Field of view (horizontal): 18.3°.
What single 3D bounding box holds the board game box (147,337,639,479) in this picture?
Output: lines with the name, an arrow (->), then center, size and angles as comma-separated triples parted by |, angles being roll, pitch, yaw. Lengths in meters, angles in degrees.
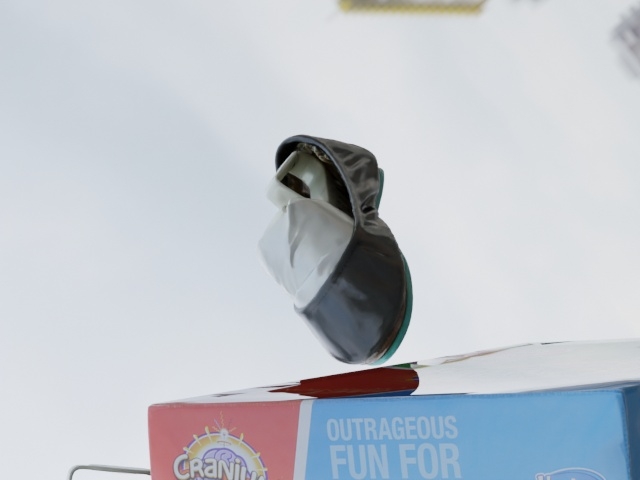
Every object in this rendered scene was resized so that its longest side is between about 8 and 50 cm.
board game box -> 0.114, 0.087, 0.920 | 0.316, 0.242, 0.064 | -4, -91, -53

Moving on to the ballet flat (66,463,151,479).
ballet flat -> -0.200, 0.211, 1.488 | 0.086, 0.248, 0.086 | 171, 90, -78

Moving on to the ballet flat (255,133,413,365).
ballet flat -> 0.000, 0.000, 1.449 | 0.096, 0.095, 0.280 | 29, -161, -17
